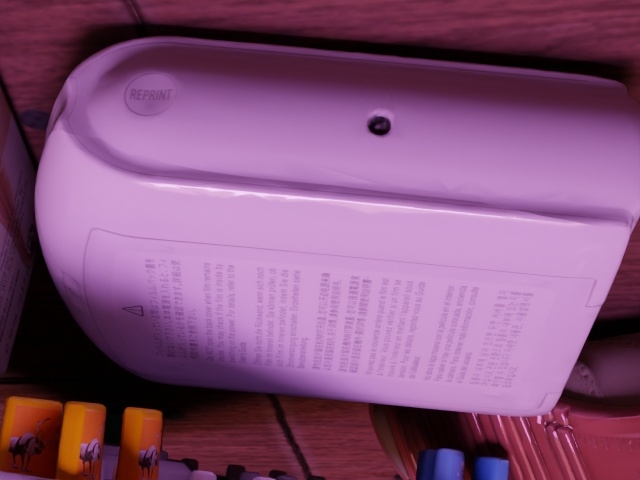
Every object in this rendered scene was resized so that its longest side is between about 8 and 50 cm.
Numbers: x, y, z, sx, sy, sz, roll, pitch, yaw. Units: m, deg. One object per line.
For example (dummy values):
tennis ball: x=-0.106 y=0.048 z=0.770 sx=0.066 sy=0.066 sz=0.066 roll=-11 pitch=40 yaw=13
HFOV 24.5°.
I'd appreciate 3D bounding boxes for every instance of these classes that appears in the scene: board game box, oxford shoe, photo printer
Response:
board game box: x=-0.137 y=0.129 z=0.922 sx=0.390 sy=0.050 sz=0.390 roll=1 pitch=170 yaw=39
oxford shoe: x=0.206 y=0.124 z=0.970 sx=0.397 sy=0.146 sz=0.140 roll=1 pitch=119 yaw=44
photo printer: x=0.000 y=0.000 z=0.815 sx=0.308 sy=0.107 sz=0.256 roll=5 pitch=150 yaw=1

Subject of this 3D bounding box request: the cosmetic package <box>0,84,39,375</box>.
cosmetic package: x=-0.249 y=-0.054 z=0.738 sx=0.153 sy=0.129 sz=0.296 roll=4 pitch=150 yaw=5
